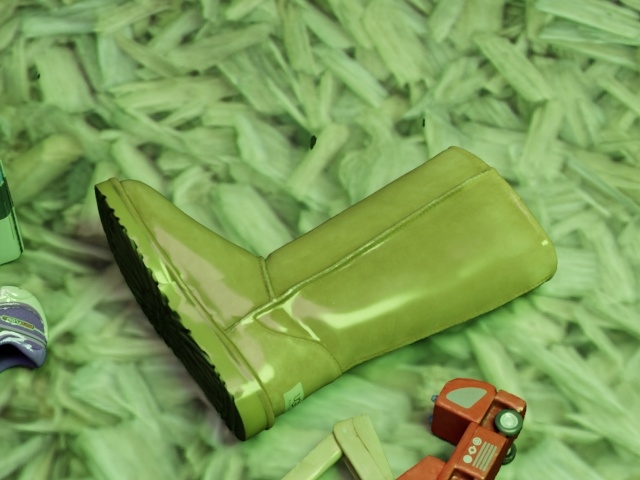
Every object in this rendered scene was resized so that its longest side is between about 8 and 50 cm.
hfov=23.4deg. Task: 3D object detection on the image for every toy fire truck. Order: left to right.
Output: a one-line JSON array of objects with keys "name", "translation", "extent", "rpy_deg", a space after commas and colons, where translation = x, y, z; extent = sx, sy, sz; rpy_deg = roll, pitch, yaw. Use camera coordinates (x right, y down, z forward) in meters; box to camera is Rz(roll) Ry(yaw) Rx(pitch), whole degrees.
[{"name": "toy fire truck", "translation": [0.045, 0.161, 1.049], "extent": [0.135, 0.047, 0.192], "rpy_deg": [24, 57, 16]}]

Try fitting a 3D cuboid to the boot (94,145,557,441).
[{"name": "boot", "translation": [0.000, 0.000, 1.143], "extent": [0.269, 0.089, 0.236], "rpy_deg": [-29, 71, -20]}]

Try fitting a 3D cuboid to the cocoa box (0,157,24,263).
[{"name": "cocoa box", "translation": [-0.420, -0.078, 1.091], "extent": [0.347, 0.228, 0.231], "rpy_deg": [-19, 58, -15]}]

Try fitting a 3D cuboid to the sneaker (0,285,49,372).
[{"name": "sneaker", "translation": [-0.274, 0.082, 1.084], "extent": [0.170, 0.068, 0.071], "rpy_deg": [-14, 62, -12]}]
